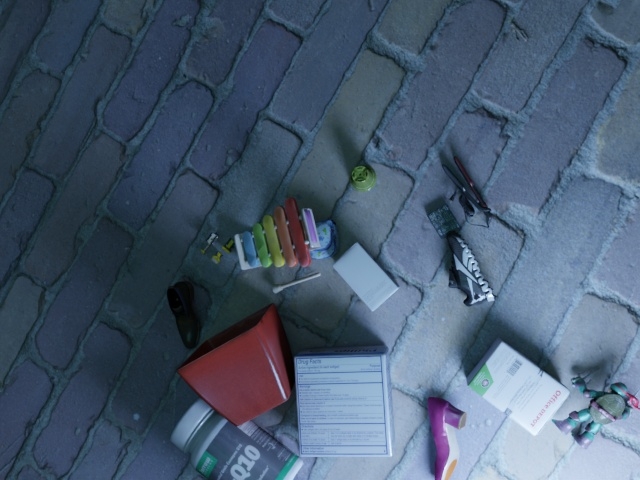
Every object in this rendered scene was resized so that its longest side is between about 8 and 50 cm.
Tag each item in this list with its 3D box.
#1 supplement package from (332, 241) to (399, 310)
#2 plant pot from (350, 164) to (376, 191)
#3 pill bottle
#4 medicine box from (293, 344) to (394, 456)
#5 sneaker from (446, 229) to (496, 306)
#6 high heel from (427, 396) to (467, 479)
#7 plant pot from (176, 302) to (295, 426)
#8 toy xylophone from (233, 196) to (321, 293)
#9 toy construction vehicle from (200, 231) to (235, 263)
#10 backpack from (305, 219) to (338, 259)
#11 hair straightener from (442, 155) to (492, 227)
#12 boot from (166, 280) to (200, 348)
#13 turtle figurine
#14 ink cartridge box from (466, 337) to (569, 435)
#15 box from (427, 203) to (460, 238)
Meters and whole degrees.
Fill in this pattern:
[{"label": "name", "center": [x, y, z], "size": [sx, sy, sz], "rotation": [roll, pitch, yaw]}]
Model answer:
[{"label": "supplement package", "center": [0.136, 0.106, 1.591], "size": [0.105, 0.105, 0.179], "rotation": [-43, 81, 7]}, {"label": "plant pot", "center": [0.124, -0.194, 1.622], "size": [0.083, 0.079, 0.084], "rotation": [-1, 86, 11]}, {"label": "pill bottle", "center": [-0.249, 0.630, 1.591], "size": [0.360, 0.204, 0.204], "rotation": [33, 94, 12]}, {"label": "medicine box", "center": [0.073, 0.461, 1.562], "size": [0.263, 0.149, 0.290], "rotation": [-4, 86, 11]}, {"label": "sneaker", "center": [0.405, 0.087, 1.549], "size": [0.106, 0.078, 0.235], "rotation": [-28, 85, 7]}, {"label": "high heel", "center": [0.338, 0.579, 1.551], "size": [0.117, 0.082, 0.244], "rotation": [18, 105, 40]}, {"label": "plant pot", "center": [-0.212, 0.373, 1.583], "size": [0.267, 0.267, 0.236], "rotation": [-30, 94, 9]}, {"label": "toy xylophone", "center": [-0.114, 0.025, 1.612], "size": [0.322, 0.081, 0.237], "rotation": [-28, 77, 36]}, {"label": "toy construction vehicle", "center": [-0.328, 0.020, 1.731], "size": [0.085, 0.035, 0.098], "rotation": [36, 97, 0]}, {"label": "backpack", "center": [0.000, 0.000, 1.635], "size": [0.104, 0.084, 0.115], "rotation": [-9, 89, 14]}, {"label": "hair straightener", "center": [0.421, -0.129, 1.582], "size": [0.089, 0.047, 0.231], "rotation": [-32, 86, 8]}, {"label": "boot", "center": [-0.442, 0.238, 1.701], "size": [0.082, 0.106, 0.220], "rotation": [-11, 84, 11]}, {"label": "turtle figurine", "center": [0.748, 0.442, 1.447], "size": [0.175, 0.118, 0.234], "rotation": [41, 101, 11]}, {"label": "ink cartridge box", "center": [0.543, 0.402, 1.496], "size": [0.219, 0.092, 0.160], "rotation": [37, 95, 11]}, {"label": "box", "center": [0.365, -0.056, 1.596], "size": [0.067, 0.018, 0.083], "rotation": [-32, 81, 8]}]
